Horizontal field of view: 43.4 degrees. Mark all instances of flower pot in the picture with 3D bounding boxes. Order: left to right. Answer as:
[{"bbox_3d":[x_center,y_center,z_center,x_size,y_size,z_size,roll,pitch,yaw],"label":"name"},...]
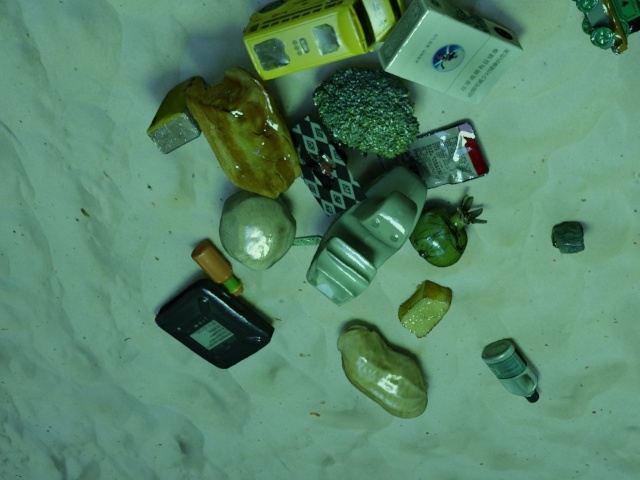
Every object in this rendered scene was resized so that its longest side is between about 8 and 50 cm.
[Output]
[{"bbox_3d":[0.120,-0.018,1.938,0.164,0.254,0.367,37,130,-5],"label":"flower pot"}]

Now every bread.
[{"bbox_3d":[-0.162,-0.251,1.849,0.195,0.149,0.344,20,154,28],"label":"bread"},{"bbox_3d":[0.282,0.193,2.206,0.103,0.065,0.187,27,130,-15],"label":"bread"}]

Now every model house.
[{"bbox_3d":[0.603,0.003,1.963,0.079,0.083,0.066,-10,126,19],"label":"model house"}]

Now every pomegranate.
[{"bbox_3d":[0.313,-0.024,1.984,0.191,0.131,0.152,-34,111,24],"label":"pomegranate"}]

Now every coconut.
[{"bbox_3d":[-0.161,-0.028,2.053,0.224,0.224,0.224,7,129,8],"label":"coconut"}]

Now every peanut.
[{"bbox_3d":[0.176,0.385,2.319,0.340,0.158,0.174,34,148,-9],"label":"peanut"}]

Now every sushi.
[{"bbox_3d":[0.015,-0.183,1.914,0.231,0.047,0.220,56,154,-5],"label":"sushi"}]

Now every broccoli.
[{"bbox_3d":[0.100,-0.290,1.802,0.226,0.198,0.176,10,172,42],"label":"broccoli"}]

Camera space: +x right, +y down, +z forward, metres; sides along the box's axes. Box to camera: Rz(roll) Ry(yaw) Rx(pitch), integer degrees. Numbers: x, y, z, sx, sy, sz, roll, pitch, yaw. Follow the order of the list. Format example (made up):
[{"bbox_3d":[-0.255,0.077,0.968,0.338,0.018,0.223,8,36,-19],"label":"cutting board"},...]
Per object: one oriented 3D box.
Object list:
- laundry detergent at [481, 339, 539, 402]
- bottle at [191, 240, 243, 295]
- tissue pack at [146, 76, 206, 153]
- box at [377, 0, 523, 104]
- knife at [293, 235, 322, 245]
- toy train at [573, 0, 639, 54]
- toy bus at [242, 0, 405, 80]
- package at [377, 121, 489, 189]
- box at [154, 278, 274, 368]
[{"bbox_3d":[0.552,0.380,2.279,0.099,0.070,0.225,-29,115,24],"label":"laundry detergent"},{"bbox_3d":[-0.281,0.085,2.249,0.069,0.069,0.187,-21,123,27],"label":"bottle"},{"bbox_3d":[-0.328,-0.298,1.896,0.120,0.169,0.082,-22,125,27],"label":"tissue pack"},{"bbox_3d":[0.270,-0.395,1.680,0.256,0.069,0.164,13,134,-29],"label":"box"},{"bbox_3d":[0.000,0.000,2.149,0.207,0.014,0.030,-4,128,17],"label":"knife"},{"bbox_3d":[0.575,-0.474,1.593,0.136,0.091,0.227,-27,117,18],"label":"toy train"},{"bbox_3d":[0.010,-0.450,1.706,0.330,0.152,0.144,-11,123,21],"label":"toy bus"},{"bbox_3d":[0.270,-0.186,1.926,0.239,0.030,0.154,-13,125,28],"label":"package"},{"bbox_3d":[-0.314,0.252,2.370,0.289,0.073,0.290,39,134,-19],"label":"box"}]
